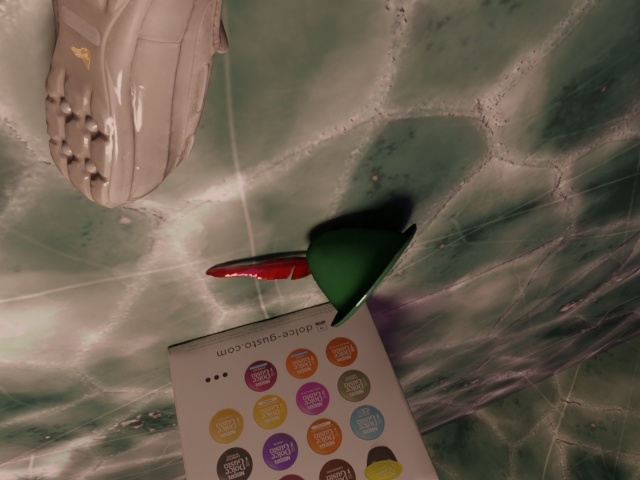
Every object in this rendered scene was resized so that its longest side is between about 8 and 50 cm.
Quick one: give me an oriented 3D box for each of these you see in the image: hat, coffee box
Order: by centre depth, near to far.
[{"bbox_3d":[0.000,0.000,0.689,0.208,0.183,0.173,-49,177,-43],"label":"hat"},{"bbox_3d":[-0.033,0.353,0.877,0.337,0.334,0.338,-15,145,-9],"label":"coffee box"}]

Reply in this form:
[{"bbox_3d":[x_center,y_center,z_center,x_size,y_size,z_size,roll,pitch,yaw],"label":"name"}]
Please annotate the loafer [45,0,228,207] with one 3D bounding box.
[{"bbox_3d":[-0.117,-0.162,0.350,0.111,0.112,0.319,-39,165,-47],"label":"loafer"}]
